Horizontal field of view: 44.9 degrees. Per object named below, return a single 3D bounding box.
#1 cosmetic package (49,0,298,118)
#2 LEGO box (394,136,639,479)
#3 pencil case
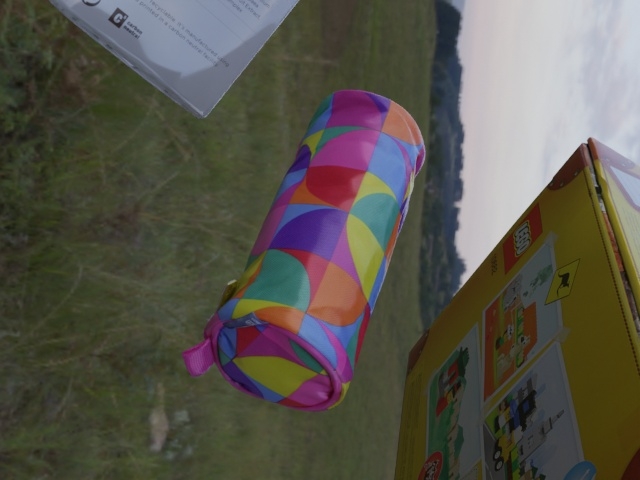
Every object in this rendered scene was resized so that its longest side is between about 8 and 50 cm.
[{"bbox_3d":[-0.059,-0.305,0.626,0.365,0.155,0.197,-49,-147,6],"label":"cosmetic package"},{"bbox_3d":[0.238,0.186,0.725,0.372,0.193,0.500,-56,-172,32],"label":"LEGO box"},{"bbox_3d":[0.000,0.000,0.533,0.104,0.104,0.236,87,22,-48],"label":"pencil case"}]
